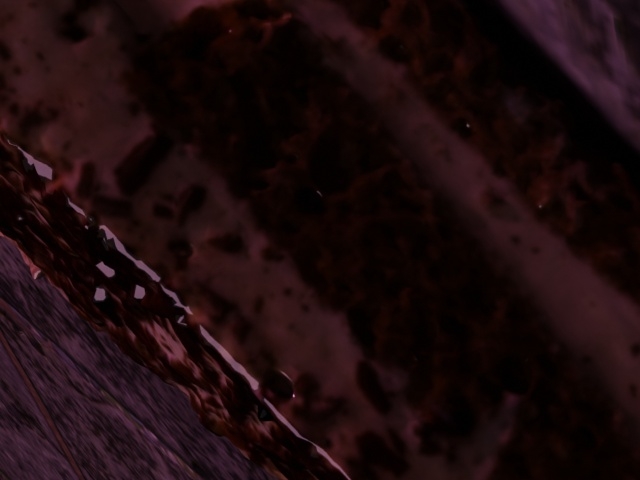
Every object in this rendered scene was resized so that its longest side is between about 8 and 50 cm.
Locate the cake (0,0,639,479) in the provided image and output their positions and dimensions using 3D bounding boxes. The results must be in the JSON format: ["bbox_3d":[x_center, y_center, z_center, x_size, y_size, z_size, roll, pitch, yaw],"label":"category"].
[{"bbox_3d":[0.007,0.009,0.483,0.246,0.112,0.135,45,164,6],"label":"cake"}]
